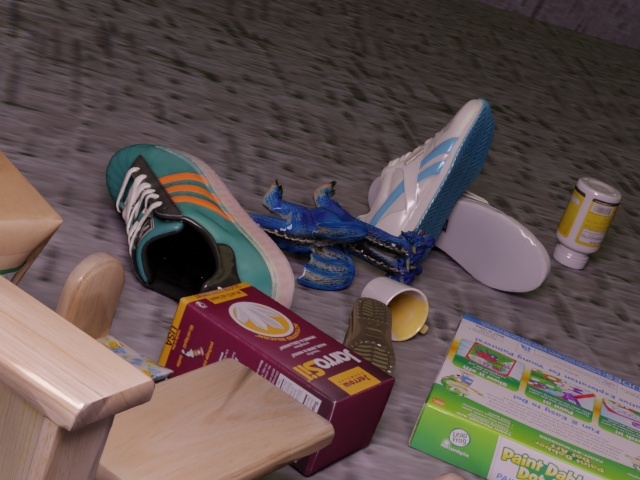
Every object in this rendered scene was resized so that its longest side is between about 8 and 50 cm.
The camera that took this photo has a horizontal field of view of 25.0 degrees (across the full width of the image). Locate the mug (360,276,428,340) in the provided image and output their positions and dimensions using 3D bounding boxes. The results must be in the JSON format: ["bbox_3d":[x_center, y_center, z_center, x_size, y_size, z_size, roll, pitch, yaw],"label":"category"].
[{"bbox_3d":[0.078,0.076,1.589,0.062,0.078,0.064,-29,33,-20],"label":"mug"}]

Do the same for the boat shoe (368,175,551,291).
[{"bbox_3d":[0.188,-0.017,1.851,0.268,0.096,0.088,23,25,31],"label":"boat shoe"}]

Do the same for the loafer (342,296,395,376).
[{"bbox_3d":[0.046,0.119,1.455,0.056,0.050,0.148,16,37,0],"label":"loafer"}]

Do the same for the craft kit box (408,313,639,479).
[{"bbox_3d":[0.232,0.183,1.455,0.250,0.061,0.246,23,19,7],"label":"craft kit box"}]

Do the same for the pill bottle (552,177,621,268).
[{"bbox_3d":[0.360,-0.022,1.966,0.065,0.116,0.065,18,22,-7],"label":"pill bottle"}]

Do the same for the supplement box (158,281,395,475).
[{"bbox_3d":[-0.042,0.122,1.323,0.188,0.080,0.104,31,24,26],"label":"supplement box"}]

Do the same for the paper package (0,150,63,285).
[{"bbox_3d":[-0.421,-0.038,1.090,0.309,0.168,0.325,45,24,24],"label":"paper package"}]

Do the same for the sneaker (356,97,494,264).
[{"bbox_3d":[0.132,-0.084,1.781,0.092,0.228,0.087,32,-4,30],"label":"sneaker"}]

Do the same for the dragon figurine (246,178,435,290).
[{"bbox_3d":[0.000,0.000,1.645,0.289,0.085,0.144,-1,30,-42],"label":"dragon figurine"}]

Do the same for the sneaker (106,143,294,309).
[{"bbox_3d":[-0.157,-0.017,1.520,0.121,0.108,0.302,3,28,-46],"label":"sneaker"}]

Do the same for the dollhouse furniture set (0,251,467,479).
[{"bbox_3d":[-0.129,0.128,0.996,0.362,0.256,0.394,31,24,25],"label":"dollhouse furniture set"}]
